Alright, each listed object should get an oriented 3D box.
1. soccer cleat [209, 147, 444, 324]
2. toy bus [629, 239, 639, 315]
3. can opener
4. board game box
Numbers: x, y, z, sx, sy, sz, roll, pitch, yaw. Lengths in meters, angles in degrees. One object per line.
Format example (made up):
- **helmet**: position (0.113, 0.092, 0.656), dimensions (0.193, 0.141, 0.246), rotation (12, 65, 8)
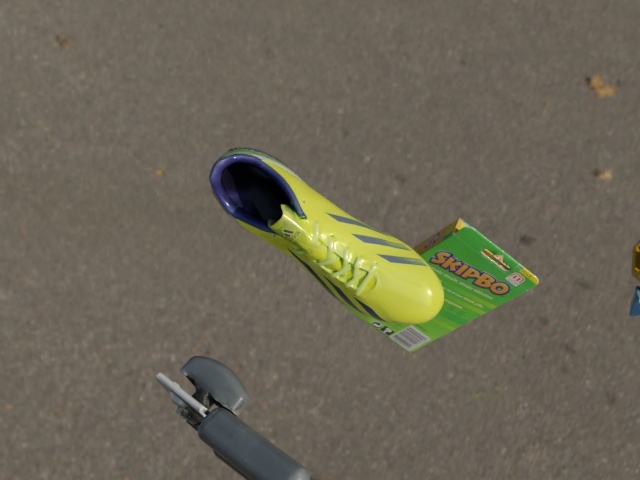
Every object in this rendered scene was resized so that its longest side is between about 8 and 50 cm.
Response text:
- **soccer cleat**: position (-0.001, 0.001, 1.204), dimensions (0.289, 0.093, 0.121), rotation (36, 9, 12)
- **toy bus**: position (0.471, 0.056, 1.360), dimensions (0.202, 0.191, 0.104), rotation (-1, 32, 19)
- **can opener**: position (-0.091, 0.214, 1.328), dimensions (0.283, 0.076, 0.095), rotation (27, 68, 43)
- **board game box**: position (0.150, 0.059, 1.442), dimensions (0.124, 0.259, 0.039), rotation (36, 52, -17)
